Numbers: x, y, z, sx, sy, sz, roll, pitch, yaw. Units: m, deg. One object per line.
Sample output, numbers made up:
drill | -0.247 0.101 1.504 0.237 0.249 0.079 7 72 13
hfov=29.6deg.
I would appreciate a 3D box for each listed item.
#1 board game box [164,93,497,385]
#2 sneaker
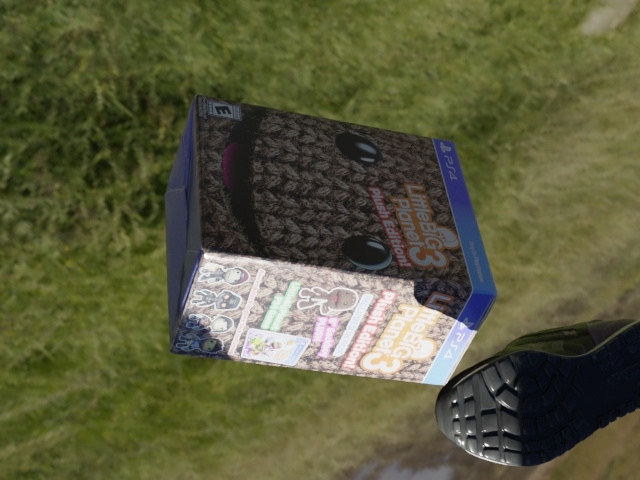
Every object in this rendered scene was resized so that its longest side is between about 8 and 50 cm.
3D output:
board game box | 0.000 0.000 1.224 0.291 0.232 0.141 8 133 -17
sneaker | 0.207 0.141 1.166 0.283 0.124 0.107 -10 97 -32
